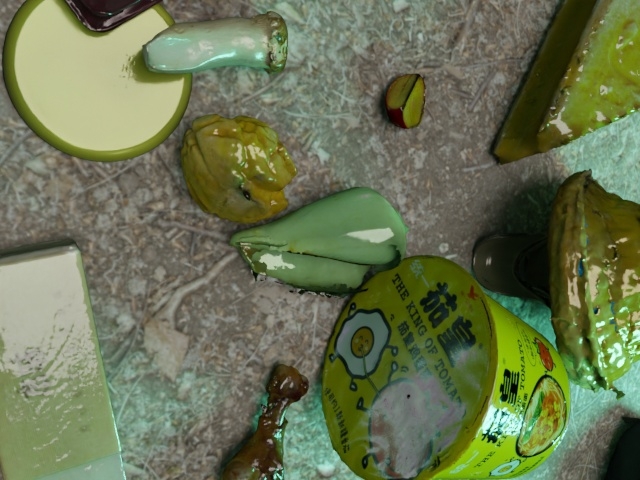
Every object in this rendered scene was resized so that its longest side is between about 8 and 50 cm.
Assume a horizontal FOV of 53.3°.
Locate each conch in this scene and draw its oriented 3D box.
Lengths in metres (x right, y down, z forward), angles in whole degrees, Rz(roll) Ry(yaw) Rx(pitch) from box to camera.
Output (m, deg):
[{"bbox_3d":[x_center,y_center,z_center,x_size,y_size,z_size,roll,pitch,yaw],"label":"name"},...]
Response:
[{"bbox_3d":[0.010,0.016,0.930,0.251,0.143,0.137,-27,65,-8],"label":"conch"}]

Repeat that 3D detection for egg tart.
[{"bbox_3d":[0.483,0.066,1.064,0.388,0.169,0.387,16,71,-59],"label":"egg tart"}]

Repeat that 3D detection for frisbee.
[{"bbox_3d":[-0.278,-0.219,0.817,0.236,0.017,0.236,-3,97,-26],"label":"frisbee"}]

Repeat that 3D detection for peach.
[{"bbox_3d":[0.130,-0.219,0.995,0.077,0.050,0.083,-15,113,-47],"label":"peach"}]

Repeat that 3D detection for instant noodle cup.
[{"bbox_3d":[0.197,0.211,0.951,0.254,0.326,0.325,24,85,-36],"label":"instant noodle cup"}]

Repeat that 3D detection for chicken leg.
[{"bbox_3d":[-0.080,0.308,0.946,0.107,0.087,0.251,26,77,-47],"label":"chicken leg"}]

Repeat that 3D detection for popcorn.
[{"bbox_3d":[-0.109,-0.094,0.851,0.148,0.152,0.167,-9,129,9],"label":"popcorn"}]

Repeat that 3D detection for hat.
[{"bbox_3d":[0.352,0.040,1.133,0.175,0.085,0.147,9,89,-3],"label":"hat"}]

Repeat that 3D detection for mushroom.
[{"bbox_3d":[-0.136,-0.255,0.844,0.209,0.071,0.084,-16,113,-31],"label":"mushroom"}]

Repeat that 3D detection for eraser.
[{"bbox_3d":[-0.342,0.178,0.798,0.144,0.078,0.343,-13,102,-23],"label":"eraser"}]

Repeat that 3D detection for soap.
[{"bbox_3d":[0.505,-0.226,1.114,0.304,0.169,0.338,28,84,-16],"label":"soap"}]

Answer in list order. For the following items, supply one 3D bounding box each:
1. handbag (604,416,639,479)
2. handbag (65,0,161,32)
[{"bbox_3d":[0.710,0.541,1.316,0.302,0.275,0.178,28,128,-27],"label":"handbag"},{"bbox_3d":[-0.248,-0.388,0.770,0.216,0.074,0.203,-40,108,-20],"label":"handbag"}]
